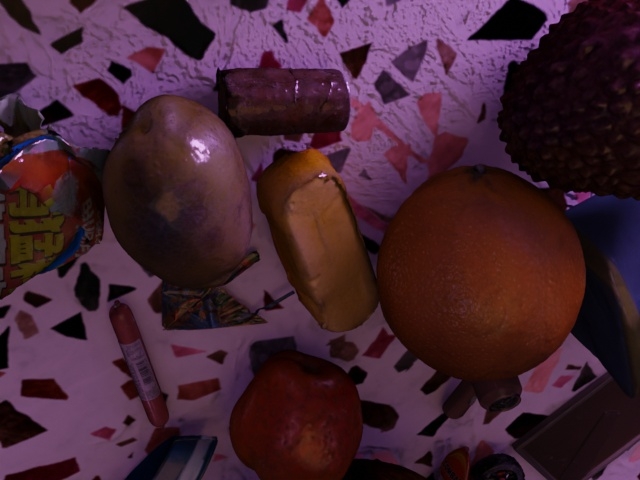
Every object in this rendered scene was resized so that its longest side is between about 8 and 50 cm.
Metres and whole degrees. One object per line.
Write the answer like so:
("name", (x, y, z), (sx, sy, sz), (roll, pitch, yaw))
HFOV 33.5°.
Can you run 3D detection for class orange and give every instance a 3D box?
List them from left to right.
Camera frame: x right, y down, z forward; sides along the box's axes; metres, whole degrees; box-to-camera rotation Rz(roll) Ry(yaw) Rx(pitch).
("orange", (0.189, 0.034, 1.272), (0.264, 0.264, 0.264), (-10, 126, -14))

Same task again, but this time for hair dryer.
("hair dryer", (0.216, 0.211, 1.503), (0.064, 0.117, 0.181), (-1, 143, -21))

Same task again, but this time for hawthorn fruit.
("hawthorn fruit", (-0.030, 0.233, 1.379), (0.189, 0.189, 0.189), (-10, 126, -14))

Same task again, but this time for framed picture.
("framed picture", (0.444, 0.292, 1.685), (0.250, 0.016, 0.184), (-40, 127, 10))

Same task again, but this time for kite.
("kite", (-0.137, 0.062, 1.319), (0.160, 0.010, 0.183), (-39, 124, 12))

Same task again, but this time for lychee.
("lychee", (0.332, -0.154, 1.209), (0.272, 0.271, 0.271), (-10, 126, -14))

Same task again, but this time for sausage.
("sausage", (-0.226, 0.160, 1.339), (0.029, 0.029, 0.223), (-18, 127, -8))

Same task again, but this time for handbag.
("handbag", (0.442, 0.039, 1.384), (0.241, 0.222, 0.263), (-29, 126, -5))

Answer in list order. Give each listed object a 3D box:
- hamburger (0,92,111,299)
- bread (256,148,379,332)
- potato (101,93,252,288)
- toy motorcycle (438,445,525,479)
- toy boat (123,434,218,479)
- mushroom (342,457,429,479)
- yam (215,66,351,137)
("hamburger", (-0.370, -0.049, 1.089), (0.276, 0.150, 0.260), (9, 139, -47))
("bread", (0.000, 0.000, 1.277), (0.102, 0.094, 0.245), (-30, 129, -10))
("potato", (-0.148, -0.038, 1.141), (0.174, 0.159, 0.251), (-59, 150, -25))
("toy motorcycle", (0.191, 0.441, 1.648), (0.171, 0.089, 0.298), (20, 114, -29))
("toy boat", (-0.244, 0.364, 1.437), (0.062, 0.096, 0.299), (32, 106, -25))
("mushroom", (0.059, 0.456, 1.444), (0.356, 0.331, 0.334), (33, 145, -3))
("yam", (-0.043, -0.153, 1.166), (0.141, 0.079, 0.079), (-5, 124, -18))
